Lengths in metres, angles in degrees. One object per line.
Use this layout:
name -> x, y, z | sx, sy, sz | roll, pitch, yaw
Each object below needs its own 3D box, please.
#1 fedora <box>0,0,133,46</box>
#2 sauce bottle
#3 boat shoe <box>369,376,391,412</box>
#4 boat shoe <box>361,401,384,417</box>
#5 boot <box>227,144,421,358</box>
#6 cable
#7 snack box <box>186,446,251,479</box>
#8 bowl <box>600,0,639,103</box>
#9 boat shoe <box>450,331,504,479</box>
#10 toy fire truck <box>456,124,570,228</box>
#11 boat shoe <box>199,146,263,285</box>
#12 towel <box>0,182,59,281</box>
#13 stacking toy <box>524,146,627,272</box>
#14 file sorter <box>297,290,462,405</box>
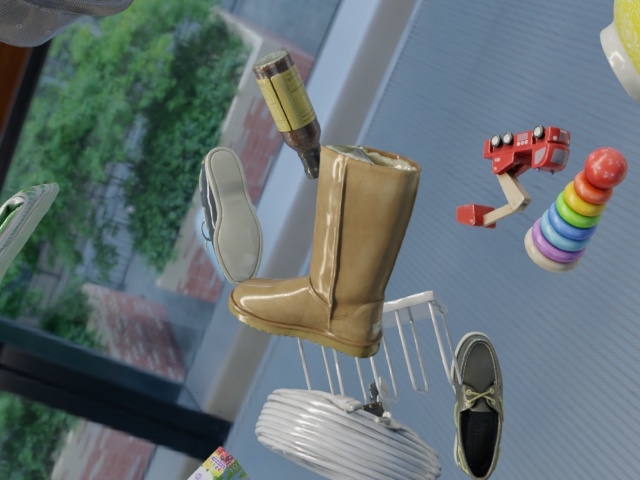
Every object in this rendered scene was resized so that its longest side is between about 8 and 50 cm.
fedora -> -0.402, -0.350, 1.239 | 0.243, 0.275, 0.124 | 48, 119, 14
sauce bottle -> -0.068, -0.321, 2.371 | 0.111, 0.344, 0.111 | -18, 27, 9
boat shoe -> 0.123, 0.341, 1.945 | 0.038, 0.046, 0.125 | -33, 25, 18
boat shoe -> 0.044, 0.289, 1.502 | 0.049, 0.133, 0.042 | 128, 137, -60
boot -> 0.000, 0.000, 1.195 | 0.089, 0.236, 0.269 | -50, -29, -61
cable -> 0.038, 0.281, 1.228 | 0.257, 0.257, 0.089 | 2, 63, 48
snack box -> -0.123, 0.333, 1.119 | 0.037, 0.141, 0.100 | 26, 62, 40
bowl -> 0.465, -0.265, 1.187 | 0.156, 0.289, 0.289 | -30, 45, 31
boat shoe -> 0.328, 0.344, 1.872 | 0.091, 0.109, 0.305 | -120, 30, -84
toy fire truck -> 0.284, -0.090, 1.343 | 0.192, 0.047, 0.135 | -6, 78, 57
boat shoe -> -0.169, -0.038, 1.632 | 0.079, 0.095, 0.254 | -32, 72, 63
towel -> -0.556, 0.009, 1.591 | 0.248, 0.038, 0.325 | -55, 7, 1
stacking toy -> 0.582, -0.074, 2.027 | 0.330, 0.141, 0.141 | 110, 162, -49
file sorter -> 0.114, 0.223, 1.738 | 0.278, 0.193, 0.173 | -15, 74, 12
